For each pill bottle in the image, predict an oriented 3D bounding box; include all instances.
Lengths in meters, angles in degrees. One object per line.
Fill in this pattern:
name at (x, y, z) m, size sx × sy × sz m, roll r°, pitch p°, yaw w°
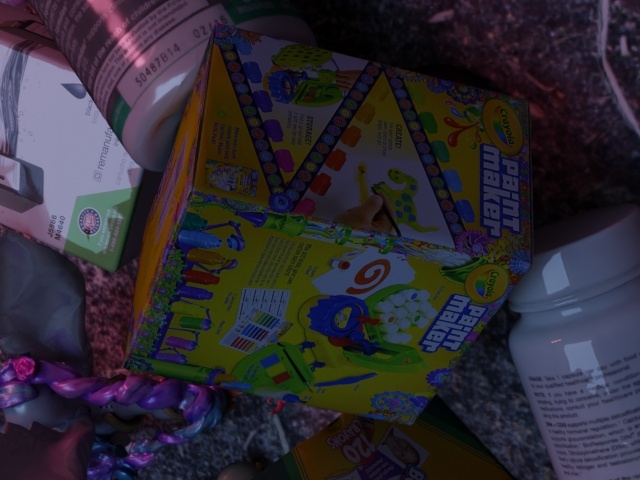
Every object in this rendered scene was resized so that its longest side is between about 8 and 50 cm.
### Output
pill bottle at (-0.177, -0.260, 1.430) m, size 0.361 × 0.204 × 0.204 m, roll 55°, pitch 131°, yaw 17°
pill bottle at (0.258, 0.122, 1.312) m, size 0.160 × 0.160 × 0.283 m, roll -15°, pitch 100°, yaw 40°

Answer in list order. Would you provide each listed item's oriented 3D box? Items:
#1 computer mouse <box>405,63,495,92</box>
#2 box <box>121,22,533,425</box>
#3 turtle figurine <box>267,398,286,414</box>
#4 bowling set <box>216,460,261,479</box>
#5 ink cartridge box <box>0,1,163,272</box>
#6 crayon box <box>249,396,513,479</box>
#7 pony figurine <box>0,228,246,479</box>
computer mouse at (0.049, -0.088, 1.437) m, size 0.272 × 0.072 × 0.188 m, roll -7°, pitch 104°, yaw 39°
box at (0.000, 0.000, 1.315) m, size 0.279 × 0.177 × 0.290 m, roll 13°, pitch 144°, yaw -12°
turtle figurine at (-0.055, 0.082, 1.537) m, size 0.234 × 0.118 × 0.175 m, roll 21°, pitch 122°, yaw 51°
bowling set at (-0.186, 0.363, 1.735) m, size 0.154 × 0.287 × 0.200 m, roll 64°, pitch 159°, yaw -14°
ink cartridge box at (-0.290, -0.116, 1.594) m, size 0.272 × 0.115 × 0.198 m, roll 22°, pitch 113°, yaw 10°
crayon box at (0.046, 0.253, 1.449) m, size 0.165 × 0.278 × 0.081 m, roll 47°, pitch 130°, yaw 11°
pony figurine at (-0.298, 0.169, 1.649) m, size 0.363 × 0.351 × 0.303 m, roll -15°, pitch 71°, yaw 40°
